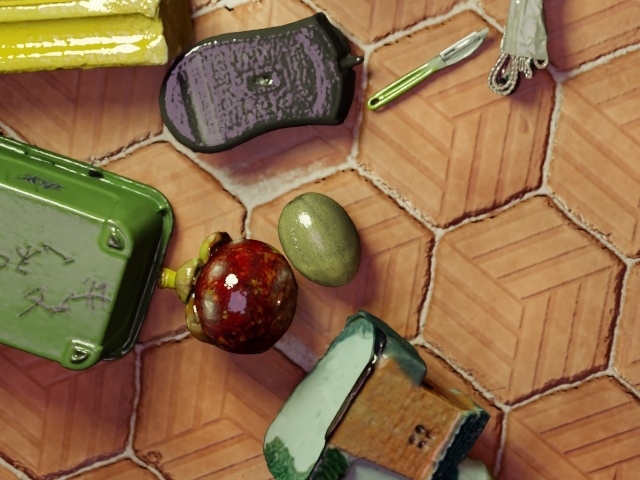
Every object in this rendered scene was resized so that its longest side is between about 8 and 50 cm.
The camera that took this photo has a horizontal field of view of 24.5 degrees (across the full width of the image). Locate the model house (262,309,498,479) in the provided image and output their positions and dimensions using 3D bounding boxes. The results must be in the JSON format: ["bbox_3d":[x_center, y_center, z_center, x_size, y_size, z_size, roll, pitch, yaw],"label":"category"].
[{"bbox_3d":[0.109,0.268,1.918,0.291,0.184,0.253,30,97,-14],"label":"model house"}]

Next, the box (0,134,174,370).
[{"bbox_3d":[-0.381,0.020,1.900,0.328,0.178,0.253,19,104,2],"label":"box"}]

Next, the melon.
[{"bbox_3d":[0.000,0.000,1.895,0.098,0.098,0.131,-29,94,11],"label":"melon"}]

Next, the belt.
[{"bbox_3d":[0.257,-0.294,1.829,0.071,0.053,0.232,8,102,4],"label":"belt"}]

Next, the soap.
[{"bbox_3d":[-0.326,-0.265,1.828,0.314,0.199,0.091,-4,105,6],"label":"soap"}]

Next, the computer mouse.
[{"bbox_3d":[-0.074,-0.201,1.865,0.264,0.088,0.147,-11,102,-2],"label":"computer mouse"}]

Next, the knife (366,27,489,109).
[{"bbox_3d":[0.137,-0.217,1.874,0.184,0.026,0.022,-31,57,13],"label":"knife"}]

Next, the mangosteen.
[{"bbox_3d":[-0.116,0.074,1.912,0.181,0.156,0.146,-9,130,36],"label":"mangosteen"}]
